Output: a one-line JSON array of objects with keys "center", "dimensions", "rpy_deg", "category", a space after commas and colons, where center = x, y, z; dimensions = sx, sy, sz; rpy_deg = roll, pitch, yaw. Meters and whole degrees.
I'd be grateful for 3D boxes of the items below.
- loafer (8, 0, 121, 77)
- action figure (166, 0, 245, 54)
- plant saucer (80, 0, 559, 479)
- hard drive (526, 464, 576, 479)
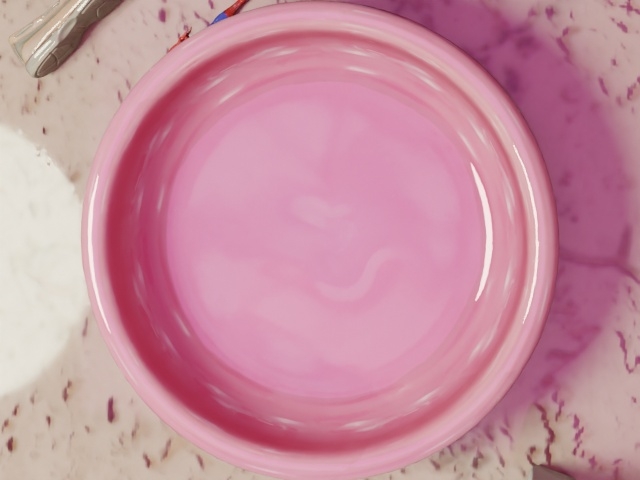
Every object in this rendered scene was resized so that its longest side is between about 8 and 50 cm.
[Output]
[{"center": [-0.179, -0.174, 1.016], "dimensions": [0.125, 0.045, 0.039], "rpy_deg": [-44, 82, 13], "category": "loafer"}, {"center": [-0.088, -0.134, 1.014], "dimensions": [0.115, 0.030, 0.038], "rpy_deg": [-43, 94, 12], "category": "action figure"}, {"center": [0.000, 0.000, 0.987], "dimensions": [0.332, 0.084, 0.332], "rpy_deg": [1, 96, 7], "category": "plant saucer"}, {"center": [0.112, 0.323, 0.943], "dimensions": [0.040, 0.203, 0.308], "rpy_deg": [18, 98, 6], "category": "hard drive"}]
